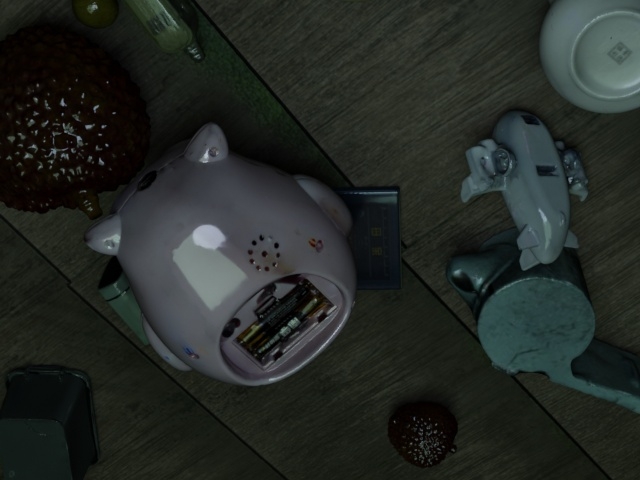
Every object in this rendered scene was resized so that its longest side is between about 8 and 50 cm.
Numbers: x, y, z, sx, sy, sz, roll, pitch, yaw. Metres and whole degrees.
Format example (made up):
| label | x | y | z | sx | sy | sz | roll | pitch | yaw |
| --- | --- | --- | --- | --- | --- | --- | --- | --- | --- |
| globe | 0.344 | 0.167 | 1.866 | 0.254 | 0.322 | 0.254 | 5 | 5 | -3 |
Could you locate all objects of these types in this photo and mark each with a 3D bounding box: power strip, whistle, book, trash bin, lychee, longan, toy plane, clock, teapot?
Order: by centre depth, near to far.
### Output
| label | x | y | z | sx | sy | sz | roll | pitch | yaw |
| --- | --- | --- | --- | --- | --- | --- | --- | --- | --- |
| power strip | -0.291 | -0.410 | 1.562 | 0.066 | 0.092 | 0.387 | -30 | 113 | 21 |
| teapot | 0.424 | -0.278 | 1.562 | 0.204 | 0.139 | 0.298 | -39 | 108 | 21 |
| lychee | -0.391 | -0.170 | 1.607 | 0.276 | 0.276 | 0.304 | -26 | 80 | 18 |
| longan | -0.329 | -0.354 | 1.615 | 0.083 | 0.075 | 0.075 | -37 | 119 | -23 |
| clock | -0.132 | 0.034 | 1.626 | 0.368 | 0.250 | 0.376 | -41 | 127 | 5 |
| toy plane | 0.315 | -0.080 | 1.651 | 0.245 | 0.244 | 0.117 | 32 | 146 | -14 |
| whistle | 0.380 | 0.149 | 1.789 | 0.188 | 0.168 | 0.405 | -31 | 113 | 19 |
| book | 0.000 | 0.000 | 1.814 | 0.269 | 0.025 | 0.191 | 0 | 120 | 5 |
| trash bin | -0.308 | 0.094 | 1.838 | 0.059 | 0.116 | 0.130 | -26 | 115 | 19 |
| lychee | 0.182 | 0.347 | 1.947 | 0.129 | 0.123 | 0.123 | 3 | 121 | 17 |

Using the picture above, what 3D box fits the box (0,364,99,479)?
| label | x | y | z | sx | sy | sz | roll | pitch | yaw |
| --- | --- | --- | --- | --- | --- | --- | --- | --- | --- |
| box | -0.506 | 0.363 | 1.998 | 0.163 | 0.135 | 0.243 | 2 | 120 | 2 |
